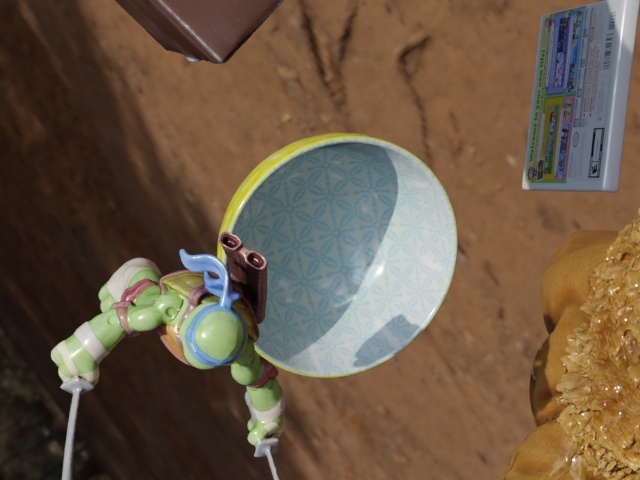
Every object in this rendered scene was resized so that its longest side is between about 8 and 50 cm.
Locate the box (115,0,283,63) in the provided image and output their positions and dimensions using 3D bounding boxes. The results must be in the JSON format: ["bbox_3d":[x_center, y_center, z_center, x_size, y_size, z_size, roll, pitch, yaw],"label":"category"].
[{"bbox_3d":[-0.183,-0.311,1.015,0.381,0.143,0.191,46,174,-21],"label":"box"}]

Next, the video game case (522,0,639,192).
[{"bbox_3d":[0.292,-0.161,1.548,0.193,0.023,0.212,-172,88,-71],"label":"video game case"}]

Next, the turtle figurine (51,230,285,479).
[{"bbox_3d":[-0.134,0.124,1.200,0.266,0.198,0.274,-138,43,-76],"label":"turtle figurine"}]

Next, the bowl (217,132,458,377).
[{"bbox_3d":[0.000,0.000,1.607,0.289,0.289,0.156,59,172,-27],"label":"bowl"}]

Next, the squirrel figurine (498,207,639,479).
[{"bbox_3d":[0.302,0.174,1.432,0.281,0.370,0.397,32,162,11],"label":"squirrel figurine"}]
